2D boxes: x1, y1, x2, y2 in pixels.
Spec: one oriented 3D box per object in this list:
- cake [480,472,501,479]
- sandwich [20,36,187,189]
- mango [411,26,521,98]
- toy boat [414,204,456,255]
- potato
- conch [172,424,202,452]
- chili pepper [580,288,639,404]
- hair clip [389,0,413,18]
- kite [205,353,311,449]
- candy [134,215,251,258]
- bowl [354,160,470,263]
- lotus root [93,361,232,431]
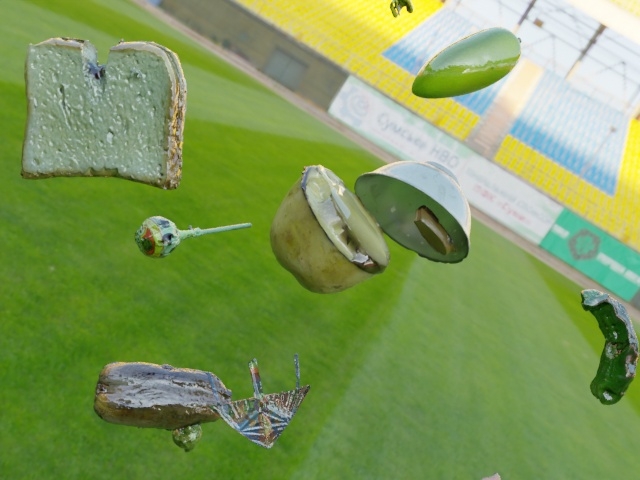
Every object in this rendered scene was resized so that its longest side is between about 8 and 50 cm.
[{"bbox_3d":[0.201,0.449,1.241,0.226,0.109,0.090,-9,52,-39],"label":"cake"},{"bbox_3d":[-0.365,-0.218,1.351,0.274,0.248,0.095,4,7,6],"label":"sandwich"},{"bbox_3d":[0.405,-0.488,2.224,0.155,0.343,0.192,66,-14,-3],"label":"mango"},{"bbox_3d":[0.262,-0.019,1.787,0.047,0.049,0.149,-10,-48,44],"label":"toy boat"},{"bbox_3d":[0.000,0.000,1.739,0.285,0.242,0.242,50,12,5],"label":"potato"},{"bbox_3d":[-0.339,0.489,2.007,0.074,0.121,0.089,-7,48,-15],"label":"conch"},{"bbox_3d":[0.378,0.131,1.029,0.050,0.073,0.182,-125,-166,-66],"label":"chili pepper"},{"bbox_3d":[0.161,-0.533,1.591,0.046,0.173,0.072,-8,-30,20],"label":"hair clip"},{"bbox_3d":[-0.102,0.280,1.350,0.183,0.160,0.010,-10,3,-11],"label":"kite"},{"bbox_3d":[-0.276,-0.022,1.786,0.306,0.091,0.083,-11,40,-41],"label":"candy"},{"bbox_3d":[0.246,-0.099,1.871,0.313,0.146,0.313,31,-22,14],"label":"bowl"},{"bbox_3d":[-0.378,0.383,1.906,0.330,0.167,0.078,4,-1,-11],"label":"lotus root"}]
